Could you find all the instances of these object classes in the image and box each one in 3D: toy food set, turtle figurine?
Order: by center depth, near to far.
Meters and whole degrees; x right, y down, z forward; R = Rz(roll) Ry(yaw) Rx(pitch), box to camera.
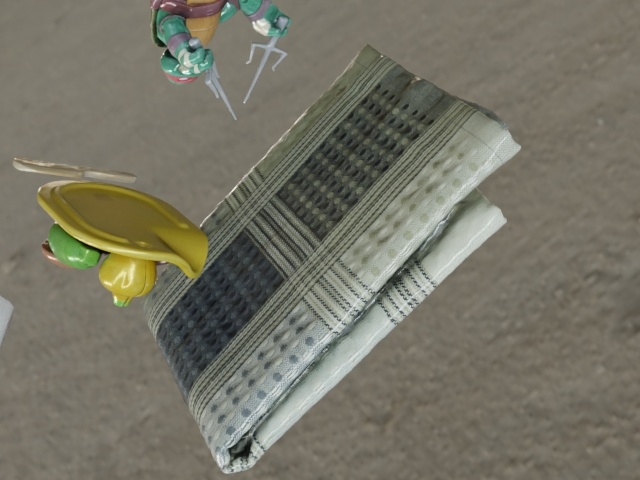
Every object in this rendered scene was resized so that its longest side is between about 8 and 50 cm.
[{"bbox_3d":[-0.184,0.001,1.247,0.218,0.128,0.071,38,118,53],"label":"toy food set"},{"bbox_3d":[-0.101,-0.209,1.299,0.175,0.118,0.234,-55,-19,-51],"label":"turtle figurine"}]

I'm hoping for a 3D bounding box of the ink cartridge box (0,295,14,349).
[{"bbox_3d":[-0.318,0.000,0.642,0.069,0.371,0.176,-41,24,26],"label":"ink cartridge box"}]

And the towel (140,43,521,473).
[{"bbox_3d":[0.000,0.000,1.149,0.324,0.056,0.312,-48,26,3],"label":"towel"}]
